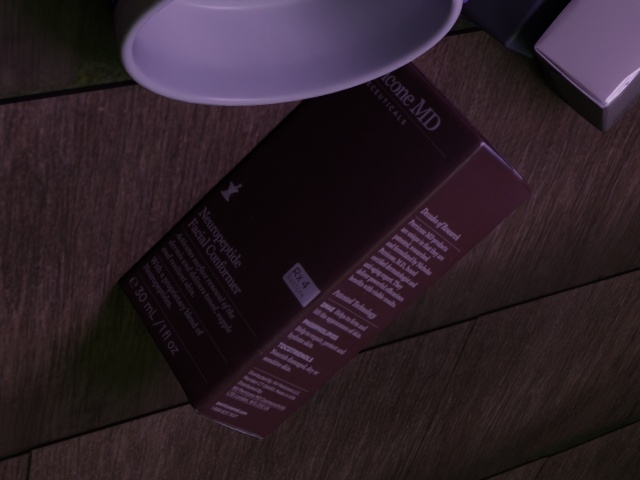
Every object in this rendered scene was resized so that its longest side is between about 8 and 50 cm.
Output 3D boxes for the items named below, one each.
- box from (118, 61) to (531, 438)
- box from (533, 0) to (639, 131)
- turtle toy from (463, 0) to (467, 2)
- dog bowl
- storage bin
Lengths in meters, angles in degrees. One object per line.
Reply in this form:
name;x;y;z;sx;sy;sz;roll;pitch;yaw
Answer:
box;0.000;0.000;1.215;0.381;0.191;0.143;-43;145;7
box;0.294;-0.189;1.243;0.113;0.094;0.275;-49;170;7
turtle toy;0.114;-0.253;1.133;0.130;0.066;0.095;-37;145;-1
dog bowl;-0.030;-0.202;0.929;0.265;0.104;0.265;-10;166;-3
storage bin;0.199;-0.253;1.187;0.098;0.091;0.135;11;122;-47
